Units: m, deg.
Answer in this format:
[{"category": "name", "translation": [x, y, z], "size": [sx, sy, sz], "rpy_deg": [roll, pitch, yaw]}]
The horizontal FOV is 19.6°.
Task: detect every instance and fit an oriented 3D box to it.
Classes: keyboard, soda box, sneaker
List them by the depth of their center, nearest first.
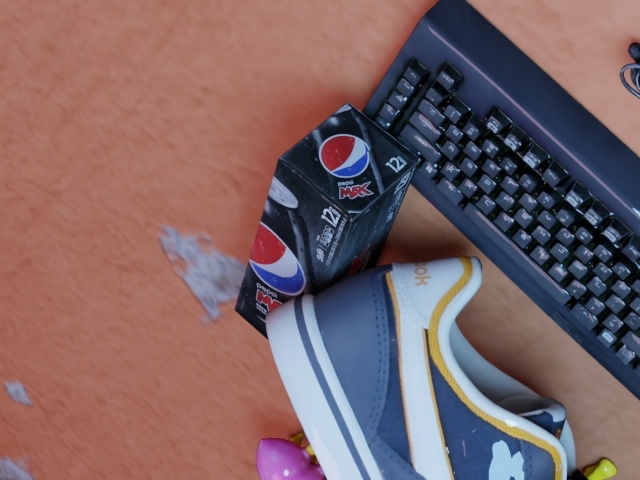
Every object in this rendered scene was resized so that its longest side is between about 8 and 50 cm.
[{"category": "keyboard", "translation": [0.164, 0.000, 0.912], "size": [0.317, 0.033, 0.201], "rpy_deg": [43, 142, 6]}, {"category": "sneaker", "translation": [0.090, 0.161, 0.969], "size": [0.127, 0.126, 0.321], "rpy_deg": [-24, 92, 6]}, {"category": "soda box", "translation": [0.000, 0.000, 1.027], "size": [0.053, 0.060, 0.169], "rpy_deg": [41, 150, 14]}]

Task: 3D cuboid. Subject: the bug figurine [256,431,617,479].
[{"category": "bug figurine", "translation": [0.062, 0.178, 1.128], "size": [0.216, 0.072, 0.279], "rpy_deg": [48, 143, 0]}]
